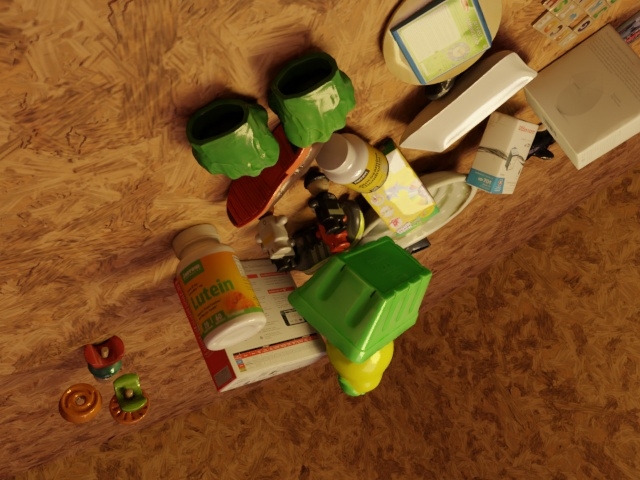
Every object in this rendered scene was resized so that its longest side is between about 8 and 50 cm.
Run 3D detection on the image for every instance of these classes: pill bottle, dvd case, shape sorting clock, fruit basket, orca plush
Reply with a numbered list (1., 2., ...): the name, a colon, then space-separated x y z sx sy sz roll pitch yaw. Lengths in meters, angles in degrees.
1. pill bottle: -0.222 0.093 1.176 0.136 0.246 0.136 -25 160 -10
2. dvd case: 0.742 -0.500 1.338 0.087 0.013 0.119 -38 159 26
3. shape sorting clock: 0.200 -0.345 0.924 0.206 0.040 0.206 -10 148 -6
4. fruit basket: 0.096 0.207 1.451 0.392 0.283 0.392 -42 159 -20
5. orca plush: 0.658 -0.276 1.649 0.287 0.102 0.151 -24 160 -13
6. pill bottle: 0.064 -0.160 1.143 0.103 0.103 0.184 -36 159 21

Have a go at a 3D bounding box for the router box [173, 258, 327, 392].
1. router box: -0.169 0.198 1.429 0.335 0.301 0.082 -2 148 -50

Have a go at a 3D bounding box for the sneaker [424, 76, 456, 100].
1. sneaker: 0.243 -0.336 1.030 0.170 0.051 0.089 -44 155 27

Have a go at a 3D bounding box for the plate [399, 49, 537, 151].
1. plate: 0.311 -0.294 1.188 0.277 0.045 0.278 -38 167 28

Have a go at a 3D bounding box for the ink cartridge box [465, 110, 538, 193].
1. ink cartridge box: 0.465 -0.222 1.428 0.139 0.082 0.191 -5 119 -48

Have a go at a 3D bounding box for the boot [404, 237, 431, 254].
1. boot: 0.251 0.009 1.807 0.219 0.106 0.082 -24 160 -12

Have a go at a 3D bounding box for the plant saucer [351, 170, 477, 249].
1. plant saucer: 0.244 -0.089 1.567 0.400 0.101 0.400 -24 160 -10

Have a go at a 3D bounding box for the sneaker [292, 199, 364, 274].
1. sneaker: 0.000 0.000 1.460 0.121 0.111 0.300 -1 145 -44

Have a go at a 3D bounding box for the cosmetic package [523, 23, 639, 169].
1. cosmetic package: 0.639 -0.331 1.306 0.224 0.224 0.138 -34 159 18

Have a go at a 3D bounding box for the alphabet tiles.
1. alphabet tiles: 0.528 -0.482 1.106 0.237 0.009 0.198 -4 150 -50

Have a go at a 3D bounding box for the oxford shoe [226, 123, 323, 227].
1. oxford shoe: -0.084 -0.117 1.072 0.271 0.097 0.098 -42 162 34

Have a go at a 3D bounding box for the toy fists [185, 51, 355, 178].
1. toy fists: -0.076 -0.192 0.899 0.279 0.096 0.142 -27 151 2

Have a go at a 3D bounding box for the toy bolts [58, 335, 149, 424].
1. toy bolts: -0.582 0.396 1.483 0.218 0.229 0.159 -11 145 -28

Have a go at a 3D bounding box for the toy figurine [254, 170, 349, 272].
1. toy figurine: -0.046 -0.040 1.254 0.209 0.148 0.213 -22 163 0

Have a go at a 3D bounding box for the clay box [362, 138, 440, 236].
1. clay box: 0.176 -0.116 1.312 0.127 0.053 0.222 -33 126 14
